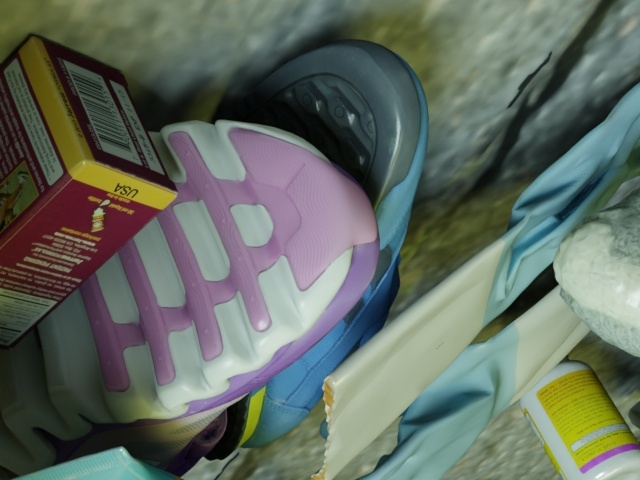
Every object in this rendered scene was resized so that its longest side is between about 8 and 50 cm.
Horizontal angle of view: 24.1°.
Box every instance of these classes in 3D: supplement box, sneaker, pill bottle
[{"bbox_3d":[-0.093,-0.013,0.468,0.083,0.055,0.043,-40,147,21],"label":"supplement box"},{"bbox_3d":[-0.065,0.044,0.527,0.236,0.095,0.104,-34,147,29],"label":"sneaker"},{"bbox_3d":[0.000,0.000,0.559,0.082,0.069,0.209,-24,152,-38],"label":"sneaker"},{"bbox_3d":[0.130,0.091,0.771,0.043,0.083,0.043,-20,149,-13],"label":"pill bottle"}]

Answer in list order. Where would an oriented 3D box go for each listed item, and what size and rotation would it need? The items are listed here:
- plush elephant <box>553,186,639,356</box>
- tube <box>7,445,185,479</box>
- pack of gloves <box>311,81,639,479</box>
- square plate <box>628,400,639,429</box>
[{"bbox_3d":[0.226,-0.082,0.422,0.330,0.272,0.255,-65,157,2],"label":"plush elephant"},{"bbox_3d":[-0.054,0.107,0.513,0.080,0.052,0.207,-24,153,12],"label":"tube"},{"bbox_3d":[0.064,0.028,0.639,0.232,0.046,0.195,-40,154,-27],"label":"pack of gloves"},{"bbox_3d":[0.318,0.027,0.708,0.347,0.049,0.344,-33,178,6],"label":"square plate"}]
